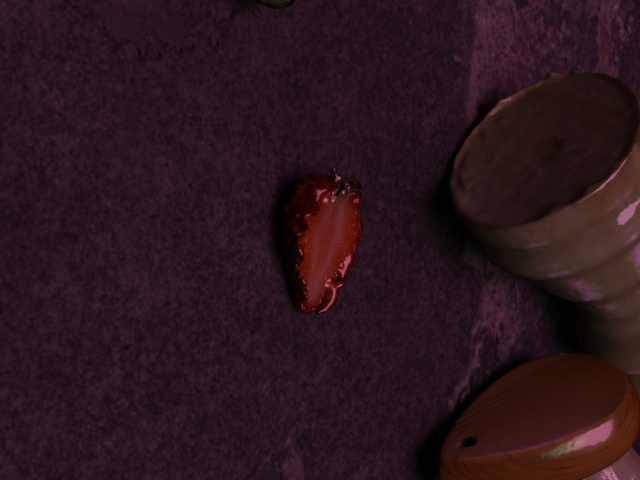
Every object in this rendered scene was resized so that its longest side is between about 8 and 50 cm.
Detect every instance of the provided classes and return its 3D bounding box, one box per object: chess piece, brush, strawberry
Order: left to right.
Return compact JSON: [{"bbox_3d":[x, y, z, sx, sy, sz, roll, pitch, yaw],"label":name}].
[{"bbox_3d":[-0.003,-0.001,1.088,0.104,0.048,0.152,3,106,-49],"label":"strawberry"},{"bbox_3d":[0.256,0.258,1.264,0.267,0.174,0.166,-22,117,-17],"label":"brush"},{"bbox_3d":[0.354,0.027,1.299,0.442,0.234,0.234,48,62,-36],"label":"chess piece"}]

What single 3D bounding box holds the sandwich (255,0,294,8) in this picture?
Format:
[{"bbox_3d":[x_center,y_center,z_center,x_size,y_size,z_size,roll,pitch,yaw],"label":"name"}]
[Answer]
[{"bbox_3d":[-0.030,-0.332,0.981,0.079,0.159,0.235,2,111,-47],"label":"sandwich"}]
